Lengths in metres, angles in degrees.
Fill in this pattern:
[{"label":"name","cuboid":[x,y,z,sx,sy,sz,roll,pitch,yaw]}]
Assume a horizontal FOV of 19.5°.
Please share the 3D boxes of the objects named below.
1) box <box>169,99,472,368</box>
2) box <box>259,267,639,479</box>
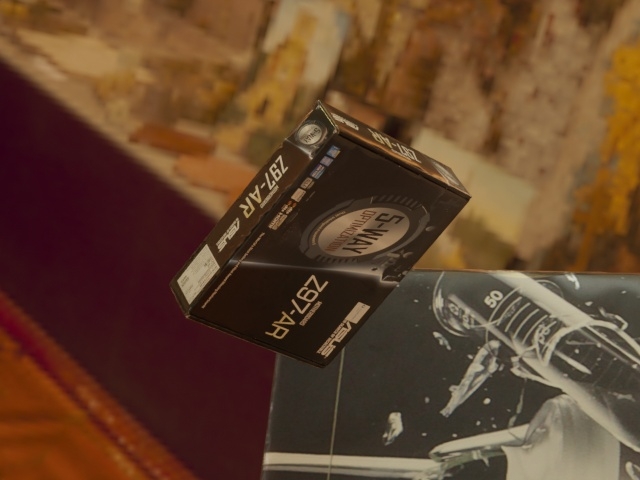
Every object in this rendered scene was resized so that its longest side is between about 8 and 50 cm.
[{"label":"box","cuboid":[0.000,0.000,0.623,0.067,0.083,0.018,25,23,-40]},{"label":"box","cuboid":[0.135,0.199,0.782,0.312,0.343,0.179,0,-20,18]}]
